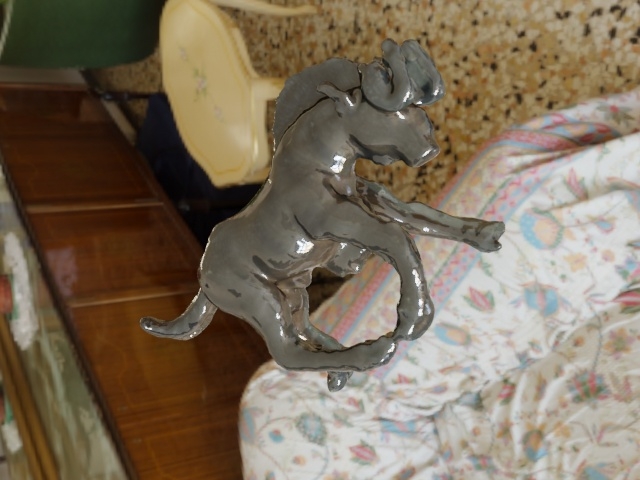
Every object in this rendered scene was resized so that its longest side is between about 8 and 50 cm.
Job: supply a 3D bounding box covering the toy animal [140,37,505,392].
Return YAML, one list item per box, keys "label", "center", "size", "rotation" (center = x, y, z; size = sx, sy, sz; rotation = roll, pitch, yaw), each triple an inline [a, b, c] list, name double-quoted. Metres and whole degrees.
- label: "toy animal"
  center: [0.000, 0.000, 0.446]
  size: [0.148, 0.084, 0.233]
  rotation: [46, 118, 4]
